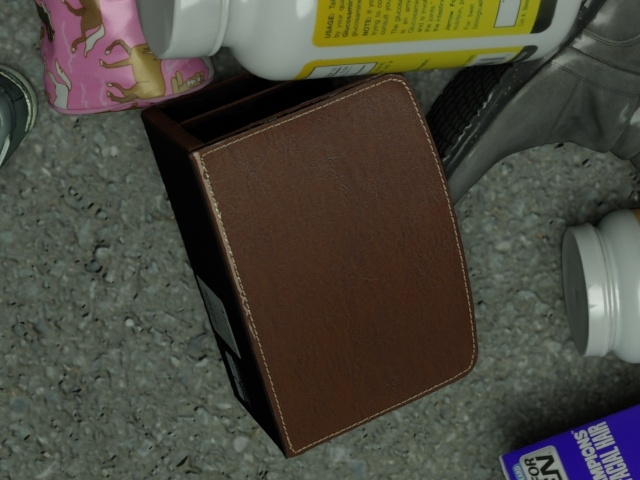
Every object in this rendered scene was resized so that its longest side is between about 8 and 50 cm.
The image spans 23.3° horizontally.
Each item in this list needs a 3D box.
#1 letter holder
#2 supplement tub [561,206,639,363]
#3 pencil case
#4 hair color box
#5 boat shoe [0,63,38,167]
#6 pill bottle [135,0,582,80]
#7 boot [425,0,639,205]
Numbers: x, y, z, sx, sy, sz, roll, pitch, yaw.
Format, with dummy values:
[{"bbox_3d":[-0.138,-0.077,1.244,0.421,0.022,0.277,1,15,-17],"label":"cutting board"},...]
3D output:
[{"bbox_3d":[0.000,0.000,1.386,0.214,0.152,0.302,-23,114,-14],"label":"letter holder"},{"bbox_3d":[0.333,0.037,1.431,0.199,0.144,0.144,-6,104,-1],"label":"supplement tub"},{"bbox_3d":[-0.196,-0.294,1.315,0.160,0.167,0.386,-6,105,16],"label":"pencil case"},{"bbox_3d":[0.354,0.226,1.459,0.338,0.110,0.185,-22,140,1],"label":"hair color box"},{"bbox_3d":[-0.381,-0.029,1.407,0.116,0.099,0.319,41,99,-11],"label":"boat shoe"},{"bbox_3d":[0.027,-0.226,1.237,0.334,0.188,0.188,-6,105,-20],"label":"pill bottle"},{"bbox_3d":[0.239,-0.103,1.415,0.222,0.118,0.338,34,107,-18],"label":"boot"}]
